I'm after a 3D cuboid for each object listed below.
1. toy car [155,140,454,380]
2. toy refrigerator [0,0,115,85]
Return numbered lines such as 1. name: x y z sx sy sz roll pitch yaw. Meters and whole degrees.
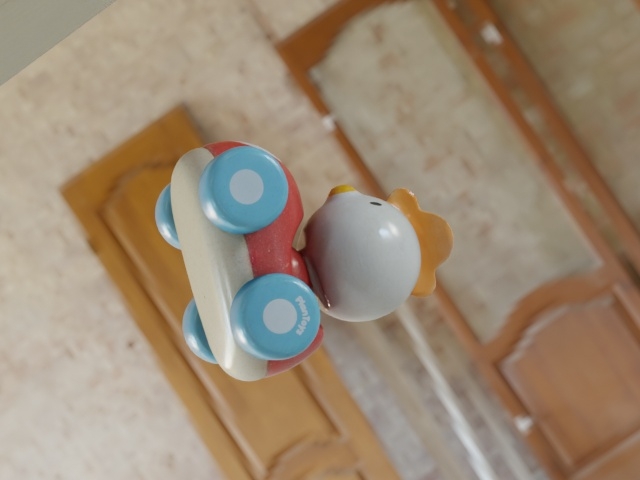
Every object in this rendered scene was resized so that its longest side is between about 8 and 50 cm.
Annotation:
1. toy car: 0.000 0.000 1.732 0.238 0.210 0.219 -14 -1 -18
2. toy refrigerator: -0.157 -0.148 0.933 0.269 0.102 0.094 -35 -24 11
